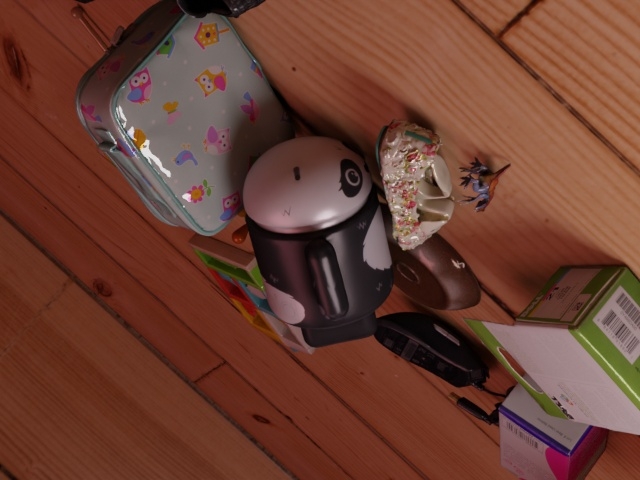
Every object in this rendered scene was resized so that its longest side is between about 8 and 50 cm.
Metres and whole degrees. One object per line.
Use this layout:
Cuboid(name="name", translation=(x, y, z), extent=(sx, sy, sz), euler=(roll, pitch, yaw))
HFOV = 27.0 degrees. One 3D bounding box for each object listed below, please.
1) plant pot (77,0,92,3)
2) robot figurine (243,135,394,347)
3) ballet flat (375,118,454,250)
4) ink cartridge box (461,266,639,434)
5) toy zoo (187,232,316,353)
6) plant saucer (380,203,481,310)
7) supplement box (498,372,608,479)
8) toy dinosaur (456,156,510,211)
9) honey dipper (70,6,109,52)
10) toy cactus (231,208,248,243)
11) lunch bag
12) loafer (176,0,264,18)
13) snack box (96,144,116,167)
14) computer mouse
Cuboid(name="plant pot", translation=(-0.277, -0.371, 1.492), extent=(0.167, 0.188, 0.187), euler=(36, 166, -25))
Cuboid(name="robot figurine", translation=(0.002, 0.001, 1.704), extent=(0.209, 0.174, 0.278), euler=(22, 136, 44))
Cuboid(name="ballet flat", translation=(0.116, -0.053, 1.554), extent=(0.077, 0.091, 0.241), euler=(11, 156, 17))
Cuboid(name="ink cartridge box", translation=(0.305, 0.125, 1.546), extent=(0.189, 0.097, 0.255), euler=(47, 163, -16))
Cuboid(name="toy zoo", translation=(-0.113, 0.113, 2.477), extent=(0.192, 0.030, 0.293), euler=(21, 152, 48))
Cuboid(name="plant saucer", translation=(0.126, 0.032, 1.795), extent=(0.199, 0.036, 0.198), euler=(38, 162, 15))
Cuboid(name="supplement box", translation=(0.315, 0.257, 1.798), extent=(0.111, 0.114, 0.220), euler=(33, 159, 23))
Cuboid(name="toy dinosaur", translation=(0.182, -0.055, 1.476), extent=(0.090, 0.047, 0.082), euler=(12, 165, 39))
Cuboid(name="honey dipper", translation=(-0.319, -0.285, 1.998), extent=(0.160, 0.030, 0.030), euler=(54, 159, -20))
Cuboid(name="toy cactus", translation=(-0.031, -0.024, 1.910), extent=(0.180, 0.112, 0.219), euler=(32, 153, -3))
Cuboid(name="lunch bag", translation=(-0.173, -0.154, 1.677), extent=(0.108, 0.224, 0.279), euler=(21, 154, 47))
Cuboid(name="loafer", translation=(-0.140, -0.294, 1.519), extent=(0.223, 0.078, 0.076), euler=(19, 151, 50))
Cuboid(name="snack box", translation=(-0.275, -0.133, 2.183), extent=(0.207, 0.070, 0.174), euler=(41, 163, 8))
Cuboid(name="computer mouse", translation=(0.196, 0.184, 1.972), extent=(0.262, 0.060, 0.184), euler=(28, 157, 11))
